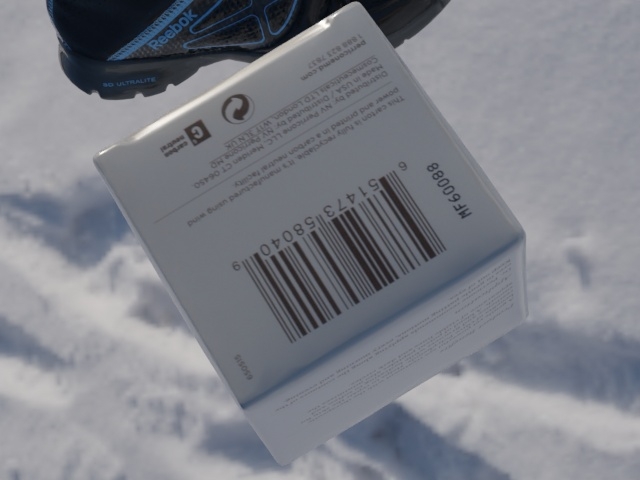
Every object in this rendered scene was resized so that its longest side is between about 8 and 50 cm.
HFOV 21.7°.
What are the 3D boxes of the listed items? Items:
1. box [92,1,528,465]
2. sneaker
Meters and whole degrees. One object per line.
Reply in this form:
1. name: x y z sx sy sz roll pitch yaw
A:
1. box: 0.000 0.000 0.540 0.102 0.101 0.087 57 176 21
2. sneaker: -0.048 -0.208 1.311 0.140 0.341 0.125 81 172 -50
